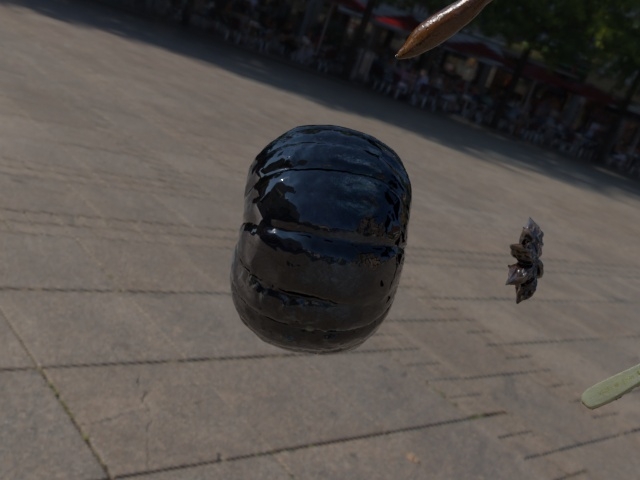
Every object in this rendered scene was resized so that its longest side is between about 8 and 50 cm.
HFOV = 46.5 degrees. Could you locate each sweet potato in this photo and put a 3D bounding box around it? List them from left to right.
[{"bbox_3d":[0.253,-0.421,1.404,0.057,0.265,0.057,47,24,-29],"label":"sweet potato"}]

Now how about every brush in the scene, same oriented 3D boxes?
[{"bbox_3d":[0.657,0.243,1.452,0.020,0.337,0.085,28,34,-40],"label":"brush"}]

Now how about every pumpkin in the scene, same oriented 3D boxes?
[{"bbox_3d":[0.000,0.000,1.160,0.266,0.363,0.363,13,16,-1],"label":"pumpkin"}]

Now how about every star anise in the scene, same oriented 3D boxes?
[{"bbox_3d":[0.540,0.055,1.939,0.081,0.230,0.262,2,-11,24],"label":"star anise"}]
